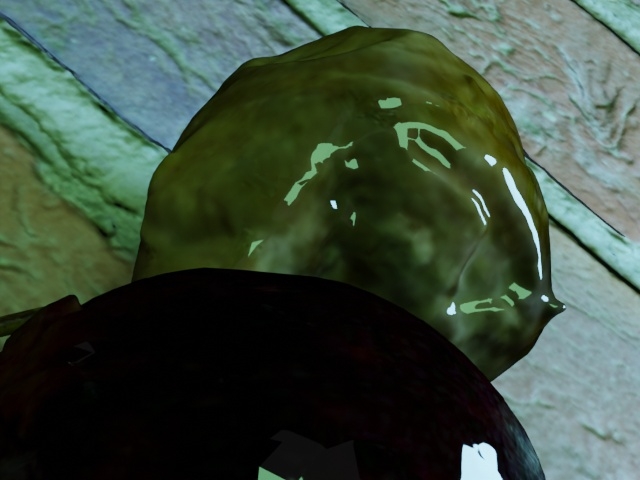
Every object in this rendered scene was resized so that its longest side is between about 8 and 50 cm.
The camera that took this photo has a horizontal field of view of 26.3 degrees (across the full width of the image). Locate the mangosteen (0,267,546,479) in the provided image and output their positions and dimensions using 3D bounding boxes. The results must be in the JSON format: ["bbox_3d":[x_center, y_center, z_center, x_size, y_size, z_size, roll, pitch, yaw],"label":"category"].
[{"bbox_3d":[-0.030,0.179,0.576,0.347,0.307,0.307,51,40,-22],"label":"mangosteen"}]

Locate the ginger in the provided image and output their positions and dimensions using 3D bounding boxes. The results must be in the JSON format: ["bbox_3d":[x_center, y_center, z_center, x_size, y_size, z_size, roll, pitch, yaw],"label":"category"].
[{"bbox_3d":[-0.002,-0.003,0.804,0.269,0.200,0.223,-31,26,-2],"label":"ginger"}]

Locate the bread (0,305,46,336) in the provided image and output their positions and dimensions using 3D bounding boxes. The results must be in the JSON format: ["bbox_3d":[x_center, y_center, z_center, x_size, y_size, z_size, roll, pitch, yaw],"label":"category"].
[{"bbox_3d":[-0.290,0.062,0.682,0.344,0.084,0.124,-12,58,-34],"label":"bread"}]
